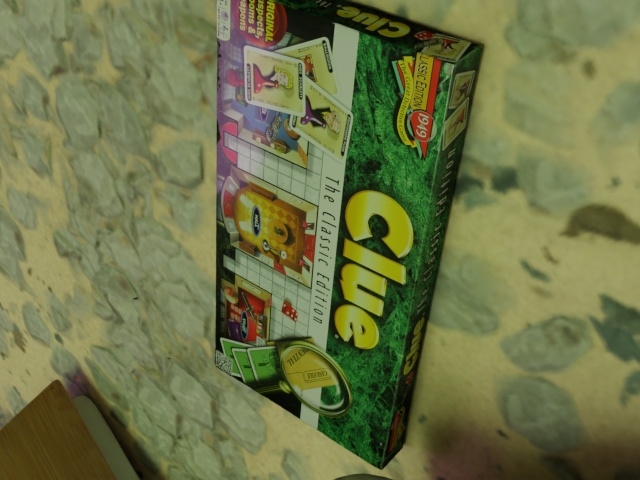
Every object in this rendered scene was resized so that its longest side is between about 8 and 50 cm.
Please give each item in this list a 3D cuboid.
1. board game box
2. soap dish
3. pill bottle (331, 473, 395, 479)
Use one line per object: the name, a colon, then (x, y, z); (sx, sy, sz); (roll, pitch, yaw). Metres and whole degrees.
board game box: (0.000, 0.000, 0.451); (0.136, 0.030, 0.259); (24, 130, 26)
soap dish: (-0.231, 0.302, 0.726); (0.229, 0.118, 0.291); (-41, 76, 35)
pill bottle: (0.153, 0.233, 0.322); (0.392, 0.224, 0.224); (6, 119, 38)
